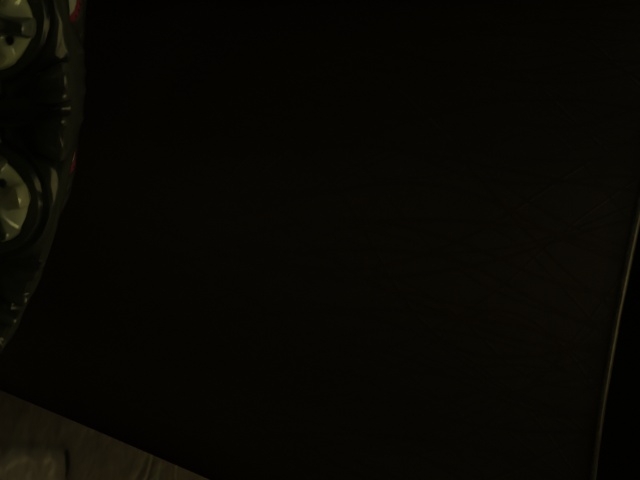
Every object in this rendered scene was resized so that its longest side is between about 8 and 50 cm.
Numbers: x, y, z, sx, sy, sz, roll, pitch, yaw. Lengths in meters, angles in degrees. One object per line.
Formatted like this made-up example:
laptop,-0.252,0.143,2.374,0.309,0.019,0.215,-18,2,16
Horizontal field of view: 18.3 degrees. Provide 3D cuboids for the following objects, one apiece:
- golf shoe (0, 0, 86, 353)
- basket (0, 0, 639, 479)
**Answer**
golf shoe,-0.093,-0.080,0.521,0.120,0.105,0.273,-25,124,-75
basket,0.000,0.000,0.624,0.154,0.227,0.204,26,76,-70
